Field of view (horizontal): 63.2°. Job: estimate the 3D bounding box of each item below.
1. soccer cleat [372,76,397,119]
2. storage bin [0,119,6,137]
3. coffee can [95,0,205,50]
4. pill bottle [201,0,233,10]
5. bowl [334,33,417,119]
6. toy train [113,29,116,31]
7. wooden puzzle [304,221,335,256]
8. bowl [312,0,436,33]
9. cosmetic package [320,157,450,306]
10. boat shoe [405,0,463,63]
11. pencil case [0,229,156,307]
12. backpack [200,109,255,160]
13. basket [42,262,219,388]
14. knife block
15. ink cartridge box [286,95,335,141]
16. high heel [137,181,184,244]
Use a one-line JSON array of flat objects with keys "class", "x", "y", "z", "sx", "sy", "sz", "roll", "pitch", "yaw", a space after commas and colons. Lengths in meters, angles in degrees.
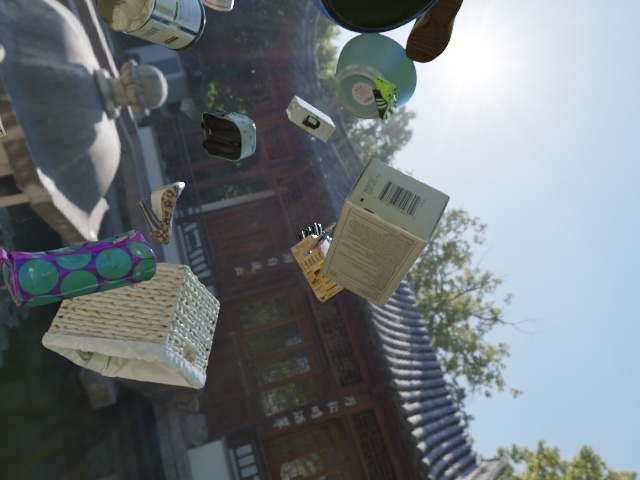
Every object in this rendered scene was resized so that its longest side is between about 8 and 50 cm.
[{"class": "soccer cleat", "x": 0.191, "y": -0.429, "z": 1.569, "sx": 0.072, "sy": 0.060, "sz": 0.179, "roll": 42, "pitch": -10, "yaw": 15}, {"class": "storage bin", "x": -0.793, "y": -0.235, "z": 1.025, "sx": 0.262, "sy": 0.261, "sz": 0.123, "roll": 35, "pitch": -31, "yaw": 50}, {"class": "coffee can", "x": -0.513, "y": -0.715, "z": 1.598, "sx": 0.275, "sy": 0.202, "sz": 0.201, "roll": -24, "pitch": 101, "yaw": -70}, {"class": "pill bottle", "x": -0.262, "y": -0.704, "z": 1.381, "sx": 0.160, "sy": 0.087, "sz": 0.087, "roll": -67, "pitch": -147, "yaw": 36}, {"class": "bowl", "x": 0.172, "y": -0.562, "z": 1.871, "sx": 0.163, "sy": 0.312, "sz": 0.311, "roll": -57, "pitch": 159, "yaw": -36}, {"class": "toy train", "x": -0.629, "y": -0.688, "z": 1.613, "sx": 0.024, "sy": 0.017, "sz": 0.083, "roll": 1, "pitch": -97, "yaw": 44}, {"class": "wooden puzzle", "x": 0.000, "y": 0.000, "z": 1.462, "sx": 0.014, "sy": 0.079, "sz": 0.116, "roll": 45, "pitch": -49, "yaw": 12}, {"class": "bowl", "x": 0.151, "y": -0.652, "z": 1.192, "sx": 0.391, "sy": 0.392, "sz": 0.077, "roll": 94, "pitch": -21, "yaw": -57}, {"class": "cosmetic package", "x": 0.110, "y": -0.001, "z": 1.001, "sx": 0.160, "sy": 0.113, "sz": 0.309, "roll": 29, "pitch": -27, "yaw": 5}, {"class": "boat shoe", "x": 0.347, "y": -0.672, "z": 1.539, "sx": 0.342, "sy": 0.123, "sz": 0.123, "roll": 105, "pitch": 4, "yaw": -66}, {"class": "pencil case", "x": -0.270, "y": 0.029, "z": 0.588, "sx": 0.064, "sy": 0.152, "sz": 0.070, "roll": 44, "pitch": -45, "yaw": 39}, {"class": "backpack", "x": -0.311, "y": -0.369, "z": 1.834, "sx": 0.189, "sy": 0.144, "sz": 0.165, "roll": 24, "pitch": -58, "yaw": 35}, {"class": "basket", "x": -0.481, "y": 0.227, "z": 1.416, "sx": 0.328, "sy": 0.332, "sz": 0.266, "roll": 75, "pitch": 24, "yaw": -61}, {"class": "knife block", "x": 0.011, "y": 0.067, "z": 1.756, "sx": 0.275, "sy": 0.088, "sz": 0.242, "roll": 60, "pitch": 17, "yaw": 16}, {"class": "ink cartridge box", "x": -0.040, "y": -0.474, "z": 2.024, "sx": 0.072, "sy": 0.175, "sz": 0.127, "roll": -53, "pitch": -154, "yaw": 20}, {"class": "high heel", "x": -0.569, "y": -0.108, "z": 1.967, "sx": 0.261, "sy": 0.093, "sz": 0.186, "roll": -51, "pitch": 125, "yaw": -54}]
